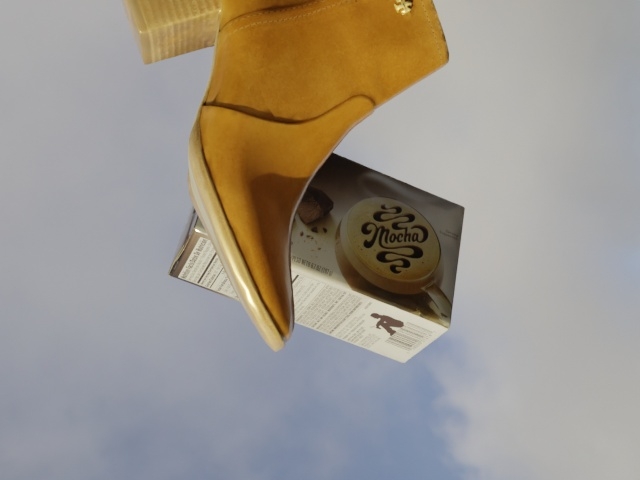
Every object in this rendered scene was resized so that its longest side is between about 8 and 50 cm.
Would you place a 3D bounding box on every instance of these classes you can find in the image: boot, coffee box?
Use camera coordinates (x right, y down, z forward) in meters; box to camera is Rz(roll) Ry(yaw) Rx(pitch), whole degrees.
[{"bbox_3d":[0.001,-0.091,0.606,0.211,0.104,0.295,-19,-95,-11],"label":"boot"},{"bbox_3d":[0.000,0.000,0.964,0.297,0.119,0.168,22,-124,-12],"label":"coffee box"}]
